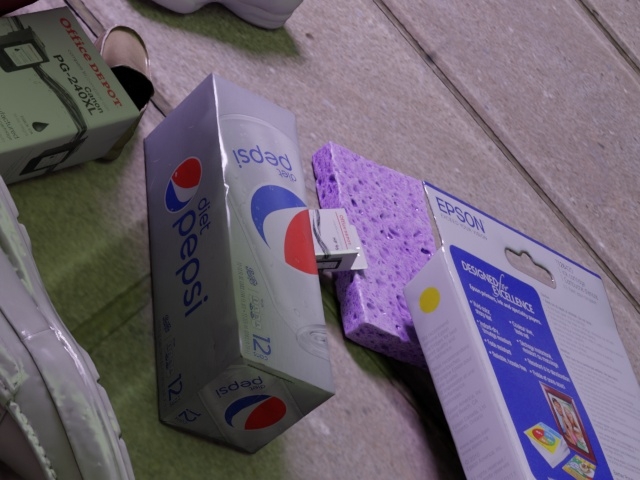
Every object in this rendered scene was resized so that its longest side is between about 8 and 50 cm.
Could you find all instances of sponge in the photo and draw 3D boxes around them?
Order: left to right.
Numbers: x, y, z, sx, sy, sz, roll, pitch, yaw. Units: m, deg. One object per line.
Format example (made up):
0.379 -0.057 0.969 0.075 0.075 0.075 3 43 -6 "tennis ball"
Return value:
0.057 0.013 1.533 0.117 0.031 0.210 24 41 -35 "sponge"

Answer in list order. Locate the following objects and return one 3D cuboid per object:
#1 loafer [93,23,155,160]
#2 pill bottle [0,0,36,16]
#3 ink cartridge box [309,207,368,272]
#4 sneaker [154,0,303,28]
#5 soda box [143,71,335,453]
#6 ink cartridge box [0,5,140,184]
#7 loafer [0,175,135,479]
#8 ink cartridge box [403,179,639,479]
-0.157 -0.125 1.397 0.056 0.050 0.148 32 38 -29 "loafer"
-0.152 -0.315 1.237 0.224 0.392 0.224 51 28 -41 "pill bottle"
0.000 0.000 1.450 0.083 0.028 0.048 -3 56 -22 "ink cartridge box"
-0.085 -0.256 1.577 0.212 0.094 0.080 3 56 -49 "sneaker"
-0.066 0.013 1.325 0.091 0.098 0.286 25 39 -33 "soda box"
-0.223 -0.105 1.274 0.150 0.063 0.109 -22 74 -49 "ink cartridge box"
-0.209 0.082 1.095 0.111 0.112 0.319 -24 74 -20 "loafer"
0.196 0.129 1.520 0.303 0.072 0.307 26 36 -45 "ink cartridge box"
